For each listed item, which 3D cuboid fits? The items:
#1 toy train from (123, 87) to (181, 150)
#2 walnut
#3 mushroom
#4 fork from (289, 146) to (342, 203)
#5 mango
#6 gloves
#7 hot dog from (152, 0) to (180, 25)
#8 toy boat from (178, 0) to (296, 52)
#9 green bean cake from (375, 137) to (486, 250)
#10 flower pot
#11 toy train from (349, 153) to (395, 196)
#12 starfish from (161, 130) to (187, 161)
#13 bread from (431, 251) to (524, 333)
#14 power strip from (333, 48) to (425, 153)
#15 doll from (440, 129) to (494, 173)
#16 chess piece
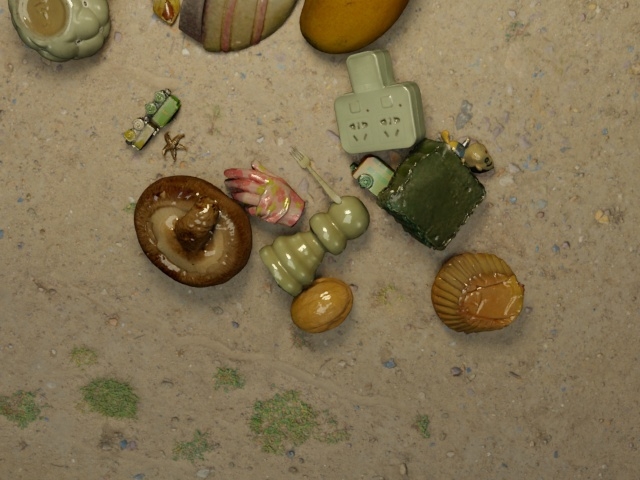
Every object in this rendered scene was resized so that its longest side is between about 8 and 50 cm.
[{"bbox_3d":[-0.477,-0.340,1.604,0.081,0.060,0.202,39,106,-17],"label":"toy train"},{"bbox_3d":[0.005,0.196,1.718,0.207,0.159,0.159,-33,104,12],"label":"walnut"},{"bbox_3d":[-0.361,-0.022,1.628,0.345,0.239,0.345,10,109,33],"label":"mushroom"},{"bbox_3d":[-0.009,-0.186,1.622,0.034,0.028,0.219,-44,73,6],"label":"fork"},{"bbox_3d":[0.094,-0.641,1.416,0.264,0.221,0.378,30,117,-13],"label":"mango"},{"bbox_3d":[-0.167,-0.138,1.625,0.241,0.126,0.145,29,94,-19],"label":"gloves"},{"bbox_3d":[-0.417,-0.659,1.497,0.078,0.061,0.168,-11,108,3],"label":"hot dog"},{"bbox_3d":[-0.241,-0.614,1.484,0.294,0.111,0.276,29,118,-20],"label":"toy boat"},{"bbox_3d":[0.305,-0.129,1.571,0.255,0.132,0.241,38,91,-30],"label":"green bean cake"},{"bbox_3d":[-0.669,-0.585,1.457,0.246,0.195,0.246,0,109,0],"label":"flower pot"},{"bbox_3d":[0.172,-0.173,1.637,0.188,0.072,0.099,39,105,-11],"label":"toy train"},{"bbox_3d":[-0.426,-0.279,1.640,0.091,0.028,0.078,-43,108,11],"label":"starfish"},{"bbox_3d":[0.473,0.167,1.705,0.274,0.149,0.274,-1,103,-3],"label":"bread"},{"bbox_3d":[0.160,-0.382,1.537,0.230,0.141,0.261,-2,109,32],"label":"power strip"},{"bbox_3d":[0.420,-0.248,1.606,0.179,0.102,0.089,27,149,-11],"label":"doll"},{"bbox_3d":[0.000,0.000,1.655,0.330,0.182,0.182,-38,104,7],"label":"chess piece"}]
